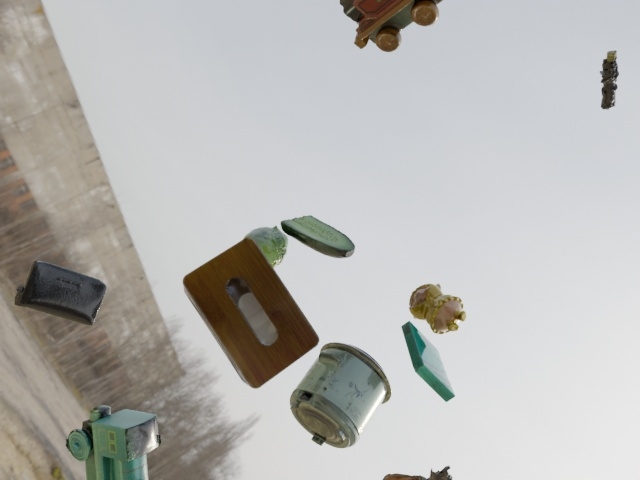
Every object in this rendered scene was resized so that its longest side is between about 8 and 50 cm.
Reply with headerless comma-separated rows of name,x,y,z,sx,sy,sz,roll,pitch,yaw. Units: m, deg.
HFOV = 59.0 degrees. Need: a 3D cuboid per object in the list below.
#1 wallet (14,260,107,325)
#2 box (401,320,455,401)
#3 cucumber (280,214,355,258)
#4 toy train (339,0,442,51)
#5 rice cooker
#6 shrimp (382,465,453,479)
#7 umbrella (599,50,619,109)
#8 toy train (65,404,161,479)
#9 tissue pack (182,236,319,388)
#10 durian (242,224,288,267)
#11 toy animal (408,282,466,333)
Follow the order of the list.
wallet,-0.779,0.159,1.710,0.250,0.149,0.044,29,-17,-38
box,0.327,0.367,1.734,0.161,0.042,0.226,44,16,-20
cucumber,0.000,0.000,1.675,0.243,0.115,0.063,30,-53,39
toy train,0.207,-0.685,1.548,0.231,0.163,0.369,33,-30,-26
rice cooker,0.065,0.467,1.751,0.264,0.316,0.317,-3,-63,46
shrimp,0.248,0.661,1.491,0.164,0.062,0.317,34,-53,15
umbrella,0.683,-0.379,1.340,0.037,0.040,0.144,-83,160,-48
toy train,-0.439,0.513,1.227,0.194,0.120,0.299,-2,-87,29
tissue pack,-0.143,0.143,1.108,0.246,0.159,0.136,56,-18,1
durian,-0.170,0.021,1.703,0.139,0.250,0.101,0,-73,13
toy animal,0.394,0.230,1.890,0.230,0.156,0.156,39,-28,62
